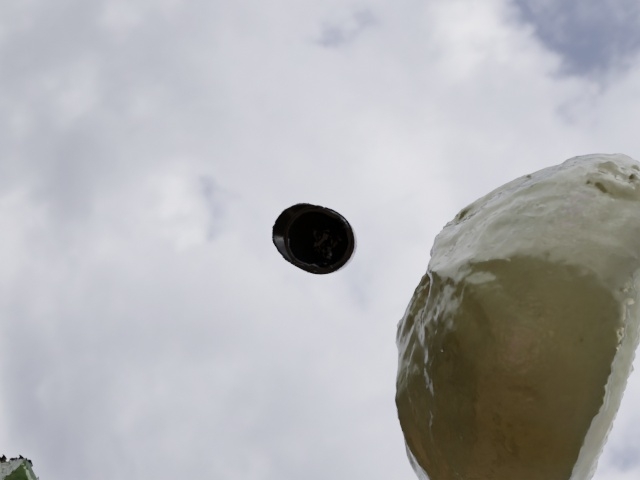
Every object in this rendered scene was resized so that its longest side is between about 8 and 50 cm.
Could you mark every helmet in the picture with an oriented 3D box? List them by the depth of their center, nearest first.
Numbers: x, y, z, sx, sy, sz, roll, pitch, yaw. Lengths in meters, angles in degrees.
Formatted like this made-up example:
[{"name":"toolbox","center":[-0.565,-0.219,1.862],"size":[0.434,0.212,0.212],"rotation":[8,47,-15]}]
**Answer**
[{"name":"helmet","center":[-0.001,0.000,1.395],"size":[0.084,0.049,0.065],"rotation":[25,-88,18]}]

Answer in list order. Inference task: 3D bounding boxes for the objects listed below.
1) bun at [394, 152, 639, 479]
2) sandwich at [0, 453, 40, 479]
[{"name":"bun","center":[0.172,0.082,1.287],"size":[0.202,0.364,0.364],"rotation":[20,-52,7]},{"name":"sandwich","center":[-0.434,0.320,1.560],"size":[0.245,0.212,0.063],"rotation":[-9,-61,47]}]
